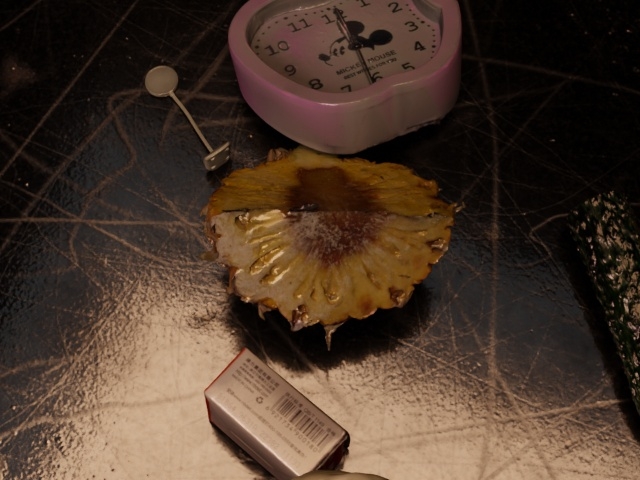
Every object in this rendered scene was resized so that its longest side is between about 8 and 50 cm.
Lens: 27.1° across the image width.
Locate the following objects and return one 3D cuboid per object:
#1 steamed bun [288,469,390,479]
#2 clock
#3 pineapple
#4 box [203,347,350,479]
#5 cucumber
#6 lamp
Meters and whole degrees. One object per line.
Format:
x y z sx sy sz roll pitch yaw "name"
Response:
0.048 0.457 1.572 0.352 0.247 0.339 39 97 35 "steamed bun"
0.041 -0.276 1.910 0.339 0.102 0.338 -4 49 4 "clock"
0.000 -0.002 1.829 0.345 0.286 0.208 0 112 -8 "pineapple"
-0.055 0.238 1.723 0.182 0.133 0.099 38 73 16 "box"
0.432 0.110 1.802 0.096 0.096 0.359 -13 68 -6 "cucumber"
-0.196 -0.188 1.939 0.050 0.056 0.198 -33 69 -10 "lamp"
